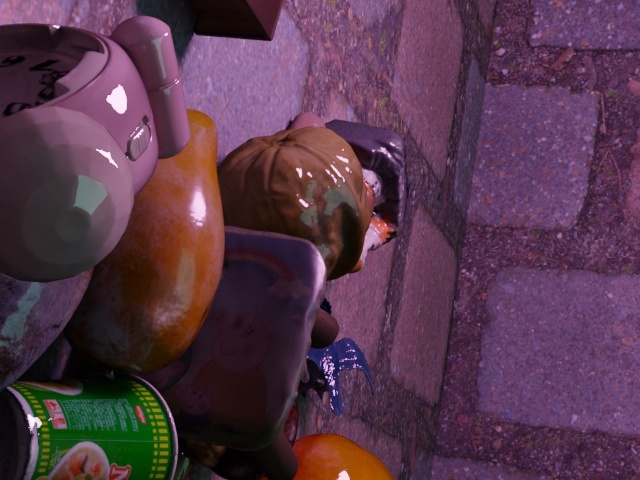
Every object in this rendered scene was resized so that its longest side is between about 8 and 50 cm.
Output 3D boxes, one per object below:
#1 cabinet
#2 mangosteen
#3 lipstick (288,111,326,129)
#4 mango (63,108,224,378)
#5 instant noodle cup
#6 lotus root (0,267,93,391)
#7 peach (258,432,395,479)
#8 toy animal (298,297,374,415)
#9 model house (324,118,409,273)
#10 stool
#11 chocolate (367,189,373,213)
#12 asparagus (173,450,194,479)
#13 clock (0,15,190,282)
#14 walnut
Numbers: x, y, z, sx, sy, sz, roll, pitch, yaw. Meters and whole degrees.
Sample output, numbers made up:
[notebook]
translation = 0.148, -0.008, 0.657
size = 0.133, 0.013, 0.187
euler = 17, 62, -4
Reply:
[cabinet]
translation = -0.139, -0.444, 1.571
size = 0.175, 0.148, 0.215
euler = 51, 52, -63
[mangosteen]
translation = -0.143, 0.293, 1.715
size = 0.217, 0.192, 0.192
euler = 35, 57, -33
[lipstick]
translation = -0.059, -0.141, 1.966
size = 0.254, 0.070, 0.070
euler = -66, 153, -42
[mango]
translation = -0.220, -0.011, 1.315
size = 0.199, 0.221, 0.384
euler = 34, 58, -36
[instant noodle cup]
translation = -0.317, 0.244, 1.209
size = 0.233, 0.207, 0.207
euler = 22, 74, -60
[lotus root]
translation = -0.349, 0.072, 1.094
size = 0.158, 0.140, 0.322
euler = 44, 50, -27
[peach]
translation = 0.011, 0.546, 1.975
size = 0.373, 0.290, 0.372
euler = 23, 52, -32
[toy animal]
translation = 0.002, 0.240, 2.121
size = 0.239, 0.255, 0.176
euler = 8, 115, -32
[model house]
translation = 0.038, -0.056, 2.077
size = 0.301, 0.190, 0.271
euler = -51, 150, -49
[stool]
translation = -0.146, 0.155, 1.460
size = 0.226, 0.310, 0.310
euler = 71, 32, -62
[chocolate]
translation = 0.002, 0.001, 1.939
size = 0.157, 0.080, 0.254
euler = 23, 109, -41
[asparagus]
translation = -0.247, 0.413, 1.622
size = 0.045, 0.041, 0.178
euler = 59, 41, -45
[clock]
translation = -0.305, -0.083, 0.944
size = 0.326, 0.342, 0.184
euler = -66, 149, -60
[walnut]
translation = -0.048, -0.048, 1.726
size = 0.282, 0.253, 0.276
euler = -85, 168, -54
